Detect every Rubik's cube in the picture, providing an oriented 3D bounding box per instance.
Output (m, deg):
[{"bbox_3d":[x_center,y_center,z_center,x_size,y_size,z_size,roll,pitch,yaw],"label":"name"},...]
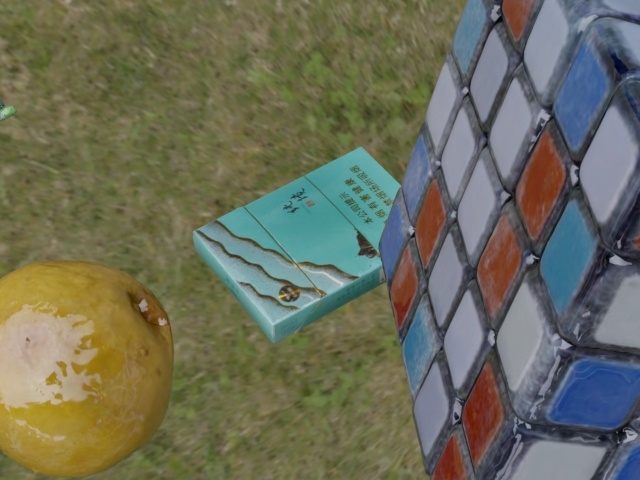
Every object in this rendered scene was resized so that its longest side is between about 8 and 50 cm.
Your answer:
[{"bbox_3d":[0.221,0.002,0.754,0.287,0.292,0.293,9,128,-14],"label":"Rubik's cube"}]

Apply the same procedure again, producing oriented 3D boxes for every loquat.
[{"bbox_3d":[-0.236,0.122,1.222,0.208,0.208,0.208,-1,87,10],"label":"loquat"}]

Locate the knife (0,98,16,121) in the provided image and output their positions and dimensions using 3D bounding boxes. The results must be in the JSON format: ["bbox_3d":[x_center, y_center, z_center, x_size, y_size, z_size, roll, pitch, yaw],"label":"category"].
[{"bbox_3d":[-0.234,-0.157,0.722,0.015,0.054,0.212,-35,101,-20],"label":"knife"}]

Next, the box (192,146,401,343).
[{"bbox_3d":[-0.001,0.000,1.418,0.229,0.041,0.162,-27,53,-21],"label":"box"}]
